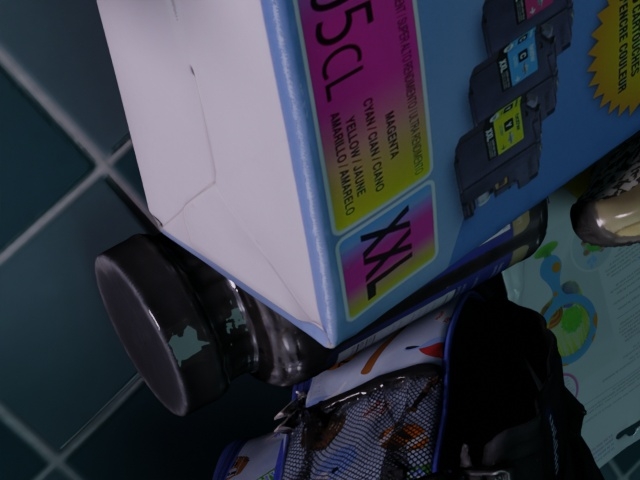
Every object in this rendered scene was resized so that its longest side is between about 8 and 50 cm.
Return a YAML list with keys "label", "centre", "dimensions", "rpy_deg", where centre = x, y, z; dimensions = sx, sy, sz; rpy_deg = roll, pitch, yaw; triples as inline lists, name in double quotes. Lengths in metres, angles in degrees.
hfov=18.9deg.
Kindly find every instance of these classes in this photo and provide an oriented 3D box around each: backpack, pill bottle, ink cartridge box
- label: "backpack"
  centre: [0.064, 0.167, 1.041]
  dimensions: [0.213, 0.263, 0.276]
  rpy_deg: [-12, 119, 22]
- label: "pill bottle"
  centre: [0.000, 0.000, 1.001]
  dimensions: [0.219, 0.123, 0.123]
  rpy_deg: [-28, 129, -19]
- label: "ink cartridge box"
  centre: [0.091, -0.174, 0.879]
  dimensions: [0.395, 0.151, 0.270]
  rpy_deg: [-36, 140, -25]

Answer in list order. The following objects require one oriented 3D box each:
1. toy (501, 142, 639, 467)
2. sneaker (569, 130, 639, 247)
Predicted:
- label: "toy"
  centre: [0.157, 0.022, 1.167]
  dimensions: [0.137, 0.056, 0.237]
  rpy_deg: [-30, 124, -24]
- label: "sneaker"
  centre: [0.257, -0.167, 1.086]
  dimensions: [0.182, 0.158, 0.410]
  rpy_deg: [47, 75, -13]
